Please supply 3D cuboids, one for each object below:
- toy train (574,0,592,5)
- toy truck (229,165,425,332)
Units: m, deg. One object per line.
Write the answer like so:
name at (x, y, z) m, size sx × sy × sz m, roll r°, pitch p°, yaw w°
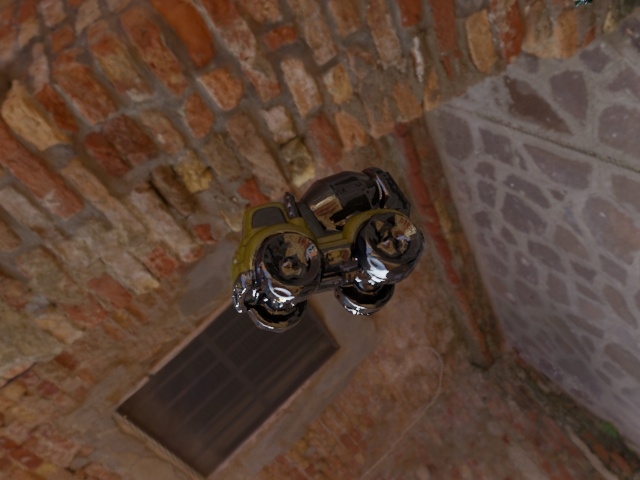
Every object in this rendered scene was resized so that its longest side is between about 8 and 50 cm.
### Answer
toy train at (0.477, -0.478, 0.975) m, size 0.154 × 0.115 × 0.269 m, roll 18°, pitch -174°, yaw -40°
toy truck at (0.000, 0.000, 0.669) m, size 0.147 × 0.224 × 0.165 m, roll 112°, pitch 144°, yaw -61°
